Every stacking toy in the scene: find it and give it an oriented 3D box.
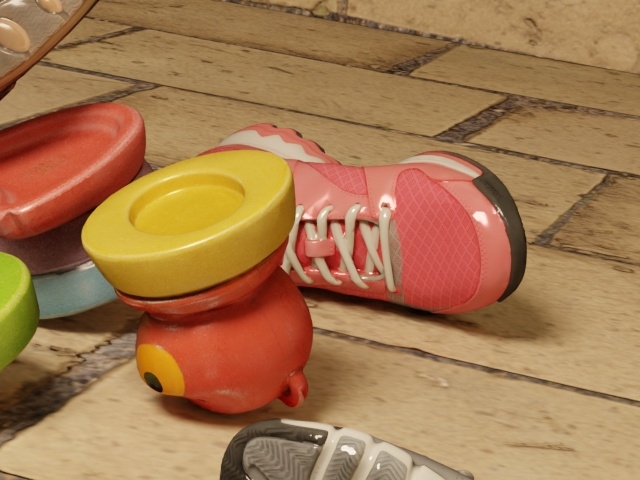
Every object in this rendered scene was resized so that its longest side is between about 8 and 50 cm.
[{"bbox_3d":[-0.166,0.044,1.054,0.280,0.130,0.309,-28,26,-20],"label":"stacking toy"}]

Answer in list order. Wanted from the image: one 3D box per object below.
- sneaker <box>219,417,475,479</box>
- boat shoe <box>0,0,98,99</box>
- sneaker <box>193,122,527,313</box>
[{"bbox_3d":[0.073,0.136,0.805,0.229,0.086,0.132,23,15,17],"label":"sneaker"},{"bbox_3d":[-0.276,-0.113,1.147,0.355,0.132,0.130,-34,-2,1],"label":"boat shoe"},{"bbox_3d":[0.000,0.001,1.240,0.314,0.115,0.136,13,25,43],"label":"sneaker"}]
